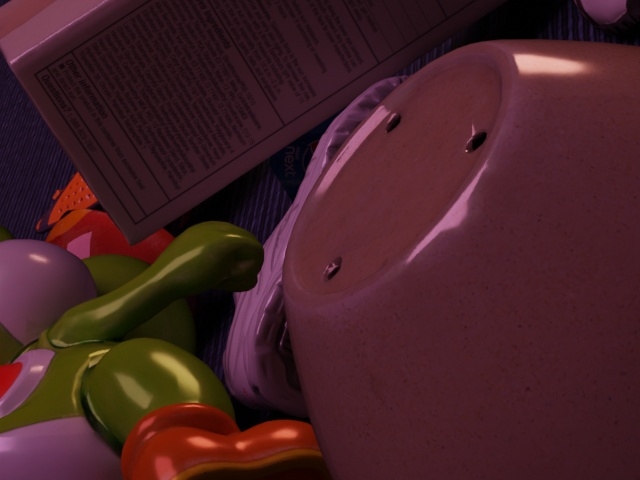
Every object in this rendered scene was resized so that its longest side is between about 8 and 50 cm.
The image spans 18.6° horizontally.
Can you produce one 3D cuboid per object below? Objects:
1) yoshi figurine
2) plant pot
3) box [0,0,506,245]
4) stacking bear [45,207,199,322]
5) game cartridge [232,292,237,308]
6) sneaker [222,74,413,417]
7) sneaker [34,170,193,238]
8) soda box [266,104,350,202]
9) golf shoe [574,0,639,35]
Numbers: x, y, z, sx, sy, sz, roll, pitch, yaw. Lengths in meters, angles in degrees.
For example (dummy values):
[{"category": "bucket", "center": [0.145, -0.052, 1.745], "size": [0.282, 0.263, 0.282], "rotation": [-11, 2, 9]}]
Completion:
[{"category": "yoshi figurine", "center": [-0.101, 0.091, 1.076], "size": [0.203, 0.203, 0.362], "rotation": [-37, 39, -10]}, {"category": "plant pot", "center": [0.097, 0.028, 0.797], "size": [0.284, 0.191, 0.284], "rotation": [-41, 25, 24]}, {"category": "box", "center": [-0.035, -0.151, 1.205], "size": [0.311, 0.148, 0.121], "rotation": [-32, 26, -5]}, {"category": "stacking bear", "center": [-0.203, 0.080, 1.285], "size": [0.289, 0.164, 0.175], "rotation": [-35, 1, -30]}, {"category": "game cartridge", "center": [-0.023, 0.019, 1.272], "size": [0.083, 0.017, 0.056], "rotation": [-46, 26, 14]}, {"category": "sneaker", "center": [0.000, 0.000, 1.164], "size": [0.115, 0.090, 0.232], "rotation": [-17, 40, 60]}, {"category": "sneaker", "center": [-0.169, -0.062, 1.534], "size": [0.180, 0.124, 0.321], "rotation": [-62, 18, -11]}, {"category": "soda box", "center": [-0.009, -0.095, 1.326], "size": [0.067, 0.071, 0.210], "rotation": [-29, 26, 8]}, {"category": "golf shoe", "center": [0.154, -0.187, 1.146], "size": [0.077, 0.094, 0.198], "rotation": [-45, 25, 13]}]
